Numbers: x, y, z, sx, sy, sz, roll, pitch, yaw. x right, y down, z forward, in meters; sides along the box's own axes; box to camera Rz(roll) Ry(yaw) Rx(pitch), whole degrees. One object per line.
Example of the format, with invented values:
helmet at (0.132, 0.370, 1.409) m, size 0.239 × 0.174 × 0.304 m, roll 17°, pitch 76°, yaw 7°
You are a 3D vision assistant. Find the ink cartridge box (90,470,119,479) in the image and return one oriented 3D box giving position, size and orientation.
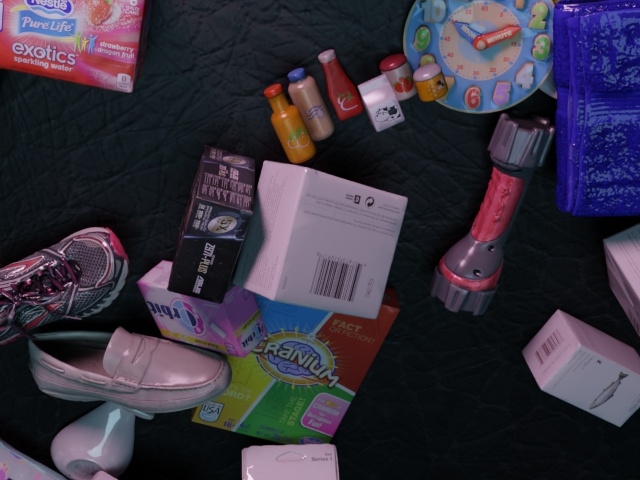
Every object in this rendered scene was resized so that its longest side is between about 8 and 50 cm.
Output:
ink cartridge box at (-0.331, 0.571, 1.372) m, size 0.226 × 0.131 × 0.306 m, roll 25°, pitch 129°, yaw 11°

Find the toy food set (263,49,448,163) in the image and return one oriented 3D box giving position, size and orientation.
toy food set at (0.043, -0.205, 1.063) m, size 0.232 × 0.111 × 0.104 m, roll -24°, pitch 118°, yaw 4°

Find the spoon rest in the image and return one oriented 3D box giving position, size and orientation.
spoon rest at (-0.357, 0.327, 1.350) m, size 0.137 × 0.084 × 0.276 m, roll 31°, pitch 125°, yaw -19°

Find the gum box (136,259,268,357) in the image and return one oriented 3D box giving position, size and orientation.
gum box at (-0.180, 0.098, 1.186) m, size 0.188 × 0.062 × 0.107 m, roll 8°, pitch 127°, yaw 37°

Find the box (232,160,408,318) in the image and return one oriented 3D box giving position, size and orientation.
box at (0.000, 0.000, 1.106) m, size 0.181 × 0.119 × 0.182 m, roll 13°, pitch 91°, yaw -35°

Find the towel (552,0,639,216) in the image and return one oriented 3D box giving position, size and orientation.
towel at (0.418, -0.163, 1.037) m, size 0.228 × 0.076 × 0.308 m, roll 2°, pitch 124°, yaw 19°

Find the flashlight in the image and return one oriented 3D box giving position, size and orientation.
flashlight at (0.250, -0.038, 1.182) m, size 0.103 × 0.103 × 0.304 m, roll 10°, pitch 119°, yaw -8°

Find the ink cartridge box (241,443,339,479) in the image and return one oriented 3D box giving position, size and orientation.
ink cartridge box at (-0.055, 0.439, 1.381) m, size 0.160 × 0.092 × 0.219 m, roll -2°, pitch 143°, yaw -4°

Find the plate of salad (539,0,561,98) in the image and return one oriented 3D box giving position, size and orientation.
plate of salad at (0.359, -0.277, 1.061) m, size 0.200 × 0.048 × 0.199 m, roll 6°, pitch 112°, yaw 16°

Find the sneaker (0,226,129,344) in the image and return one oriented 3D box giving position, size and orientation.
sneaker at (-0.412, 0.080, 1.154) m, size 0.299 × 0.112 × 0.121 m, roll -29°, pitch 85°, yaw 9°

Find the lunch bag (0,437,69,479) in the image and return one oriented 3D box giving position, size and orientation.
lunch bag at (-0.566, 0.466, 1.354) m, size 0.223 × 0.160 × 0.262 m, roll 39°, pitch 98°, yaw -20°

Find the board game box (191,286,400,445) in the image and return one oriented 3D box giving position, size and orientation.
board game box at (-0.047, 0.186, 1.298) m, size 0.242 × 0.064 × 0.316 m, roll 17°, pitch 116°, yaw -14°

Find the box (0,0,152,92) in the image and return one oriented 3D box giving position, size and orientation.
box at (-0.341, -0.280, 0.977) m, size 0.257 × 0.122 × 0.128 m, roll 9°, pitch 118°, yaw -11°

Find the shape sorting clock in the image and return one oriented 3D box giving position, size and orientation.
shape sorting clock at (0.213, -0.265, 1.066) m, size 0.206 × 0.040 × 0.206 m, roll 5°, pitch 119°, yaw 9°

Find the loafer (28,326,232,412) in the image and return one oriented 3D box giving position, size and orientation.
loafer at (-0.295, 0.191, 1.222) m, size 0.319 × 0.112 × 0.111 m, roll 0°, pitch 131°, yaw 8°

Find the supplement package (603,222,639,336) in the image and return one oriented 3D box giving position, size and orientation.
supplement package at (0.601, 0.041, 1.187) m, size 0.293 × 0.177 × 0.175 m, roll -25°, pitch 145°, yaw 9°

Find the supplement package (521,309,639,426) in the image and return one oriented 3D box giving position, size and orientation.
supplement package at (0.449, 0.214, 1.338) m, size 0.179 × 0.105 × 0.105 m, roll 26°, pitch 113°, yaw -19°

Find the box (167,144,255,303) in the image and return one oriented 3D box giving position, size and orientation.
box at (-0.148, -0.026, 1.104) m, size 0.078 × 0.180 × 0.147 m, roll 16°, pitch 115°, yaw -12°
